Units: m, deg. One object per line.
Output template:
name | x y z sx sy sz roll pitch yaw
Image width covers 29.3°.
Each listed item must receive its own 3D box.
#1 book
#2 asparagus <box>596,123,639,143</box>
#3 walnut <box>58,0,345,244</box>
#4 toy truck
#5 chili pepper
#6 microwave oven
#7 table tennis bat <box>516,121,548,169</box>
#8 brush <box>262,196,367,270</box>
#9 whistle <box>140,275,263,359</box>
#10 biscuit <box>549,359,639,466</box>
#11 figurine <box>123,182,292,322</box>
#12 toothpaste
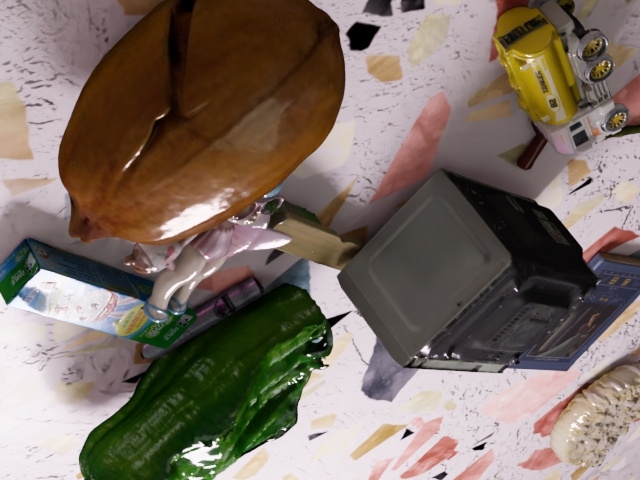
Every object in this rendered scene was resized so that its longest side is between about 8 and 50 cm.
book | 0.445 0.127 2.085 0.191 0.025 0.269 8 130 -45
asparagus | 0.424 -0.152 1.717 0.127 0.018 0.015 -13 107 -28
walnut | -0.125 -0.110 1.149 0.336 0.209 0.209 -42 146 16
toy truck | 0.284 -0.197 1.464 0.114 0.098 0.227 -33 141 4
chili pepper | -0.152 0.214 1.588 0.385 0.167 0.213 -41 163 -10
microwave oven | 0.209 0.057 1.631 0.237 0.181 0.295 -46 151 20
table tennis bat | 0.308 -0.156 1.615 0.098 0.019 0.154 2 131 -40
brush | 0.000 0.000 1.539 0.054 0.048 0.282 -40 154 15
whistle | -0.151 0.099 1.547 0.176 0.033 0.033 -31 147 -3
biscuit | 0.543 0.336 2.386 0.179 0.084 0.281 6 129 -38
figurine | -0.141 -0.015 1.340 0.205 0.103 0.260 -4 137 -45
toothpaste | -0.252 0.065 1.403 0.065 0.050 0.267 -46 145 14
